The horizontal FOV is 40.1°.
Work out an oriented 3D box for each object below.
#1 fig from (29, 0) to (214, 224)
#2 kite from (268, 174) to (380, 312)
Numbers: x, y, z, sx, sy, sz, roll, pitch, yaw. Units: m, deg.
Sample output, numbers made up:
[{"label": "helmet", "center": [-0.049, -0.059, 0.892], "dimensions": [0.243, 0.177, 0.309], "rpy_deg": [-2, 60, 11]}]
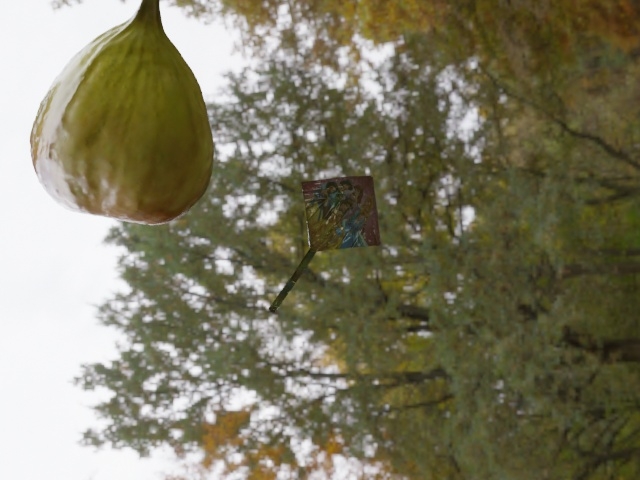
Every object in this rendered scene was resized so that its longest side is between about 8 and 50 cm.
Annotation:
[{"label": "fig", "center": [-0.161, -0.135, 0.745], "dimensions": [0.159, 0.159, 0.257], "rpy_deg": [-44, -26, -58]}, {"label": "kite", "center": [0.006, 0.002, 0.415], "dimensions": [0.002, 0.044, 0.078], "rpy_deg": [118, 167, -75]}]
